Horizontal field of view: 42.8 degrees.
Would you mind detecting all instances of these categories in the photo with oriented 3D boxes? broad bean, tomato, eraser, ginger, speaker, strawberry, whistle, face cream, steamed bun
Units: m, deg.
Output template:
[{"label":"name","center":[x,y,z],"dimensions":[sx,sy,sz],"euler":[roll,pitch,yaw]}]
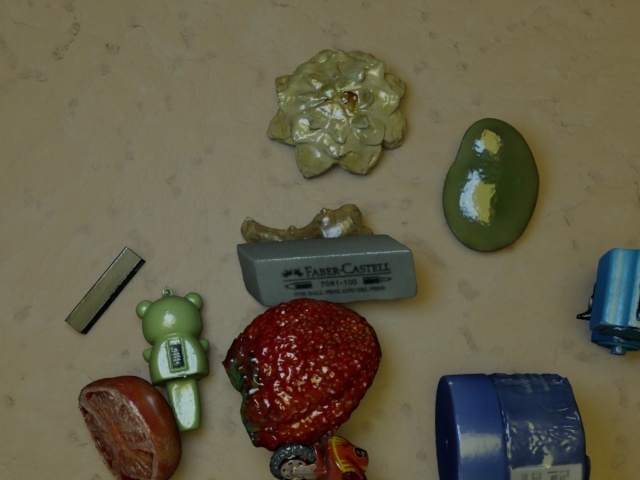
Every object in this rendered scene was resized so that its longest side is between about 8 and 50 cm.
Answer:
[{"label":"broad bean","center":[0.340,-0.108,1.628],"dimensions":[0.189,0.121,0.263],"euler":[7,94,-1]},{"label":"tomato","center":[-0.347,0.349,1.531],"dimensions":[0.236,0.236,0.095],"euler":[50,42,11]},{"label":"eraser","center":[0.008,0.060,1.571],"dimensions":[0.353,0.077,0.111],"euler":[-4,120,11]},{"label":"ginger","center":[0.000,0.000,1.631],"dimensions":[0.334,0.081,0.147],"euler":[1,116,9]},{"label":"speaker","center":[-0.434,0.102,1.652],"dimensions":[0.046,0.040,0.191],"euler":[37,82,7]},{"label":"strawberry","center":[-0.021,0.242,1.497],"dimensions":[0.289,0.238,0.250],"euler":[-19,118,-8]},{"label":"whistle","center":[-0.277,0.226,1.582],"dimensions":[0.131,0.106,0.288],"euler":[-9,75,-11]},{"label":"face cream","center":[0.332,0.360,1.455],"dimensions":[0.225,0.249,0.248],"euler":[0,78,-2]},{"label":"steamed bun","center":[0.028,-0.265,1.657],"dimensions":[0.296,0.137,0.292],"euler":[34,85,7]}]

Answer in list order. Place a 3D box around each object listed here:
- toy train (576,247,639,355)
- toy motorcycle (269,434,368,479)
[{"label":"toy train","center":[0.633,0.122,1.477],"dimensions":[0.301,0.265,0.187],"euler":[11,79,7]},{"label":"toy motorcycle","center":[0.023,0.449,1.454],"dimensions":[0.171,0.298,0.089],"euler":[-26,35,-3]}]
